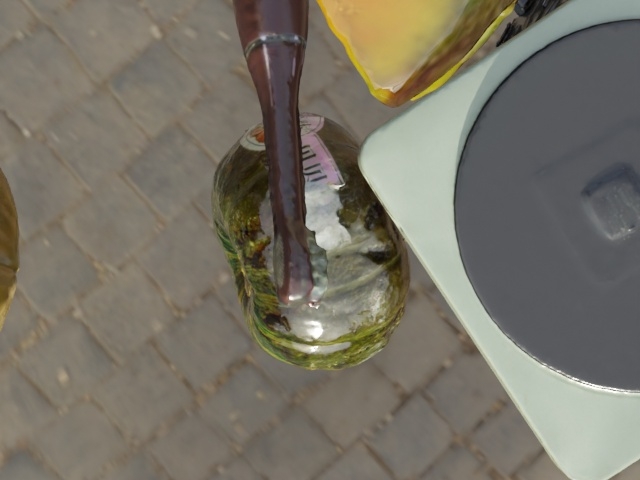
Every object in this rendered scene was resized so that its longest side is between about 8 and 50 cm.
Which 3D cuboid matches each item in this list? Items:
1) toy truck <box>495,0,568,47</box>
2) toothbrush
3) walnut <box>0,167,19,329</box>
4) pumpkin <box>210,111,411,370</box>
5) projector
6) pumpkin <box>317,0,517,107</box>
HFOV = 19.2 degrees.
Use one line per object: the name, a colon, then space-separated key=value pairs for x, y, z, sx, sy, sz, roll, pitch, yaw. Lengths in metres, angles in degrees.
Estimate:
toy truck: x=0.190 y=-0.131 z=1.545 sx=0.114 sy=0.107 sz=0.252 roll=40 pitch=62 yaw=-15
toothbrush: x=-0.024 y=-0.138 z=0.873 sx=0.041 sy=0.041 sz=0.364 roll=5 pitch=64 yaw=-20
walnut: x=-0.470 y=0.011 z=1.653 sx=0.384 sy=0.383 sz=0.383 roll=-5 pitch=107 yaw=-18
pumpkin: x=0.003 y=-0.001 z=1.825 sx=0.189 sy=0.260 sz=0.260 roll=-15 pitch=110 yaw=-8
projector: x=0.193 y=-0.021 z=1.170 sx=0.259 sy=0.079 sz=0.257 roll=-33 pitch=93 yaw=1
pumpkin: x=0.041 y=-0.133 z=0.500 sx=0.149 sy=0.254 sz=0.130 roll=-39 pitch=117 yaw=13
